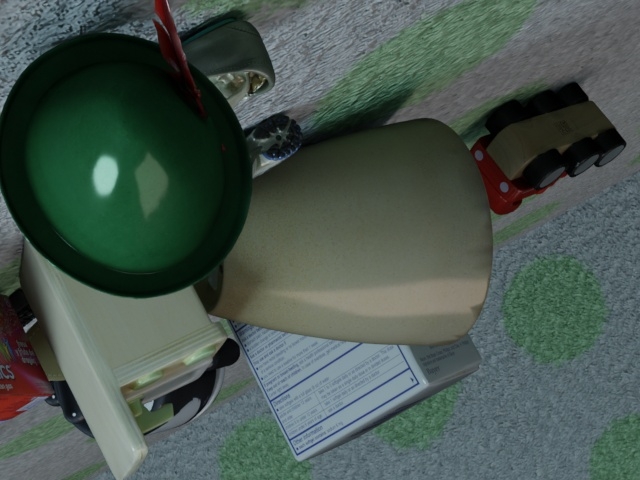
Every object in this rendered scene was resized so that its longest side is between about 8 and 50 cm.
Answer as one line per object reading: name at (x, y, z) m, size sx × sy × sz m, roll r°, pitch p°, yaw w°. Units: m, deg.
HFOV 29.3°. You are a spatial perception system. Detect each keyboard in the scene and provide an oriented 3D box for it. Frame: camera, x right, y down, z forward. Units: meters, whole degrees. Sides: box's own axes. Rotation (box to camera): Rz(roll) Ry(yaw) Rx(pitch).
keyboard at (-0.361, 0.100, 1.346) m, size 0.180 × 0.023 × 0.108 m, roll -36°, pitch 167°, yaw 30°

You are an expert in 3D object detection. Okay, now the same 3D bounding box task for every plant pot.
plant pot at (0.000, 0.000, 1.309) m, size 0.274 × 0.256 × 0.256 m, roll -4°, pitch 159°, yaw -26°

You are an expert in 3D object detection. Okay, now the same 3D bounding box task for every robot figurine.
robot figurine at (-0.235, 0.172, 1.592) m, size 0.173 × 0.209 × 0.278 m, roll -67°, pitch 162°, yaw 7°

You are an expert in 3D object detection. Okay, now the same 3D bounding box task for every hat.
hat at (-0.094, -0.068, 0.736) m, size 0.173 × 0.208 × 0.183 m, roll -56°, pitch -160°, yaw -23°

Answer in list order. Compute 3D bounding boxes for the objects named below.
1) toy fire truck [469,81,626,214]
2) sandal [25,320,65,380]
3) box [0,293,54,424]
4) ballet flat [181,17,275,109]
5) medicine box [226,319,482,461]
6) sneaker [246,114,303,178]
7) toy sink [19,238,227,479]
toy fire truck at (0.276, -0.107, 1.763) m, size 0.217 × 0.158 × 0.246 m, roll -20°, pitch 156°, yaw -41°
sandal at (-0.234, 0.075, 1.396) m, size 0.240 × 0.088 × 0.079 m, roll -37°, pitch -170°, yaw -8°
box at (-0.371, 0.122, 1.140) m, size 0.128 × 0.122 × 0.257 m, roll -30°, pitch 169°, yaw 6°
ballet flat at (-0.131, -0.093, 0.891) m, size 0.213 × 0.068 × 0.072 m, roll -27°, pitch 169°, yaw -10°
medicine box at (0.031, 0.114, 1.698) m, size 0.263 × 0.289 × 0.149 m, roll -36°, pitch 165°, yaw 36°
sneaker at (-0.081, -0.071, 1.183) m, size 0.135 × 0.052 × 0.058 m, roll -24°, pitch 173°, yaw -20°
toy sink at (-0.182, 0.092, 1.191) m, size 0.131 × 0.234 × 0.153 m, roll -24°, pitch 168°, yaw -22°
